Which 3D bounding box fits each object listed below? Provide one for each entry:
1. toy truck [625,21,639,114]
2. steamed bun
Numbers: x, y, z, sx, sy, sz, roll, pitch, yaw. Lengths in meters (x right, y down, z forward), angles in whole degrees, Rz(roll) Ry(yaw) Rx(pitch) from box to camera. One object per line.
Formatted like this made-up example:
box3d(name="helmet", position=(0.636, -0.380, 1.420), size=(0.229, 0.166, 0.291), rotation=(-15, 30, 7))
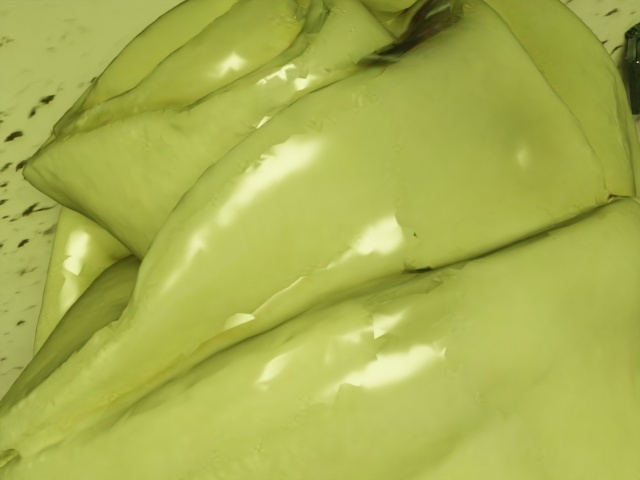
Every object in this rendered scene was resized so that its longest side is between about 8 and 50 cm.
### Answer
box3d(name="toy truck", position=(0.327, -0.158, 0.717), size=(0.192, 0.092, 0.083), rotation=(-28, 146, 6))
box3d(name="steamed bun", position=(0.000, 0.000, 0.455), size=(0.343, 0.367, 0.255), rotation=(-5, 127, 24))
